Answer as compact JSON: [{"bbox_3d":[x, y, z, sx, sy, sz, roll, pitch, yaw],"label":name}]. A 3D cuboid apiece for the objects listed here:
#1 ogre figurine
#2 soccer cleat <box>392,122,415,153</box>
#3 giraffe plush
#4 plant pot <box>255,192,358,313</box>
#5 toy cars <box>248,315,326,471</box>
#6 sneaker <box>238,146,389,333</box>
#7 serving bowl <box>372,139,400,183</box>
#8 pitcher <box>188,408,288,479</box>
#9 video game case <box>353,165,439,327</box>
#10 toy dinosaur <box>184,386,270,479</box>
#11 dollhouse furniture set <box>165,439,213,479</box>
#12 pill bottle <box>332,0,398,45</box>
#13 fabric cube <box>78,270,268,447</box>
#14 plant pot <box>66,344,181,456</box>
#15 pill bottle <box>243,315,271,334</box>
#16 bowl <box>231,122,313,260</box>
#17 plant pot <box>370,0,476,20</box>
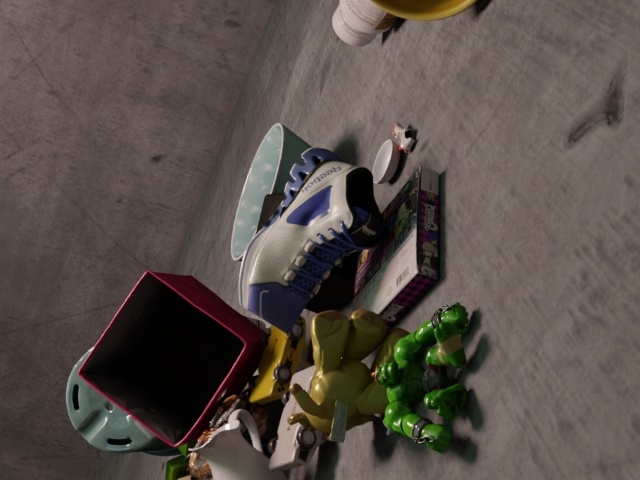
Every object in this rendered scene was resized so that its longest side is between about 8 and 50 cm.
[{"bbox_3d":[0.135,0.185,1.266,0.118,0.097,0.197,-25,62,46],"label":"ogre figurine"},{"bbox_3d":[0.150,-0.189,1.721,0.035,0.029,0.083,-53,27,30],"label":"soccer cleat"},{"bbox_3d":[0.036,0.223,1.432,0.210,0.181,0.170,-62,-3,-28],"label":"giraffe plush"},{"bbox_3d":[-0.002,0.015,1.764,0.167,0.187,0.188,-16,57,55],"label":"plant pot"},{"bbox_3d":[-0.041,0.277,1.769,0.176,0.087,0.393,-53,24,12],"label":"toy cars"},{"bbox_3d":[0.001,-0.001,1.557,0.182,0.127,0.315,13,77,47],"label":"sneaker"},{"bbox_3d":[0.123,-0.140,1.754,0.083,0.027,0.083,-163,90,-74],"label":"serving bowl"},{"bbox_3d":[-0.123,0.411,1.718,0.125,0.207,0.178,-31,3,27],"label":"pitcher"},{"bbox_3d":[0.120,0.028,1.560,0.232,0.042,0.210,126,155,-49],"label":"video game case"},{"bbox_3d":[-0.153,0.377,1.887,0.164,0.322,0.218,38,132,31],"label":"toy dinosaur"},{"bbox_3d":[-0.201,0.529,2.078,0.301,0.151,0.197,35,124,50],"label":"dollhouse furniture set"},{"bbox_3d":[0.113,-0.499,1.982,0.229,0.131,0.131,137,147,-60],"label":"pill bottle"},{"bbox_3d":[-0.279,0.236,1.967,0.254,0.259,0.258,-56,-12,2],"label":"fabric cube"},{"bbox_3d":[-0.415,0.356,2.283,0.334,0.341,0.341,36,-110,-80],"label":"plant pot"},{"bbox_3d":[-0.176,0.211,2.166,0.086,0.152,0.086,-163,90,-75],"label":"pill bottle"},{"bbox_3d":[-0.067,-0.082,2.090,0.311,0.163,0.311,-163,90,-74],"label":"bowl"},{"bbox_3d":[0.187,-0.533,1.607,0.254,0.254,0.239,-55,7,47],"label":"plant pot"}]
